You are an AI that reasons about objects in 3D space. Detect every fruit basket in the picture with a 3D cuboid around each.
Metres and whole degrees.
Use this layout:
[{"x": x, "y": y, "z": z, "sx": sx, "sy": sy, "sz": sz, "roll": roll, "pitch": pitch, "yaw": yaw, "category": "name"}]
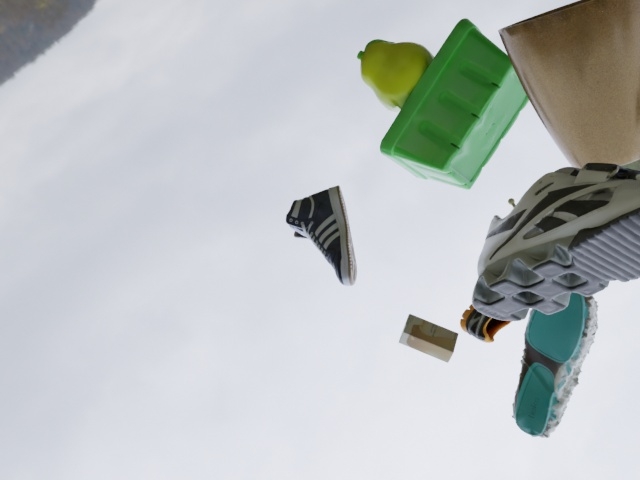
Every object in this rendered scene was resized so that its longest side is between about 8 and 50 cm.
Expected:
[{"x": 0.270, "y": -0.351, "z": 1.639, "sx": 0.391, "sy": 0.283, "sz": 0.392, "roll": -10, "pitch": -108, "yaw": 32, "category": "fruit basket"}]

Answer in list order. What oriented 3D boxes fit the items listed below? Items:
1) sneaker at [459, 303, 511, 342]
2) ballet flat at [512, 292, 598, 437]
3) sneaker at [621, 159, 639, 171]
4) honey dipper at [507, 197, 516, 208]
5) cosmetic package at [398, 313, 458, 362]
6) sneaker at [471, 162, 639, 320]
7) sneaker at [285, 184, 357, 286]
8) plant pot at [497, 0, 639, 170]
[{"x": 0.397, "y": 0.132, "z": 1.441, "sx": 0.215, "sy": 0.084, "sz": 0.083, "roll": -53, "pitch": -147, "yaw": 9, "category": "sneaker"}, {"x": 0.518, "y": 0.247, "z": 1.471, "sx": 0.146, "sy": 0.409, "sz": 0.147, "roll": 6, "pitch": -152, "yaw": -3, "category": "ballet flat"}, {"x": 0.714, "y": -0.066, "z": 1.601, "sx": 0.108, "sy": 0.293, "sz": 0.169, "roll": 11, "pitch": -131, "yaw": -10, "category": "sneaker"}, {"x": 0.525, "y": -0.044, "z": 1.725, "sx": 0.030, "sy": 0.030, "sz": 0.161, "roll": -30, "pitch": -117, "yaw": 8, "category": "honey dipper"}, {"x": 0.231, "y": 0.208, "z": 1.436, "sx": 0.115, "sy": 0.041, "sz": 0.060, "roll": 20, "pitch": -136, "yaw": 6, "category": "cosmetic package"}, {"x": 0.286, "y": -0.033, "z": 0.680, "sx": 0.330, "sy": 0.122, "sz": 0.146, "roll": -27, "pitch": -136, "yaw": 47, "category": "sneaker"}, {"x": 0.000, "y": 0.000, "z": 1.677, "sx": 0.153, "sy": 0.099, "sz": 0.282, "roll": -13, "pitch": -122, "yaw": 7, "category": "sneaker"}, {"x": 0.430, "y": -0.248, "z": 1.054, "sx": 0.237, "sy": 0.255, "sz": 0.237, "roll": -19, "pitch": -166, "yaw": 5, "category": "plant pot"}]
